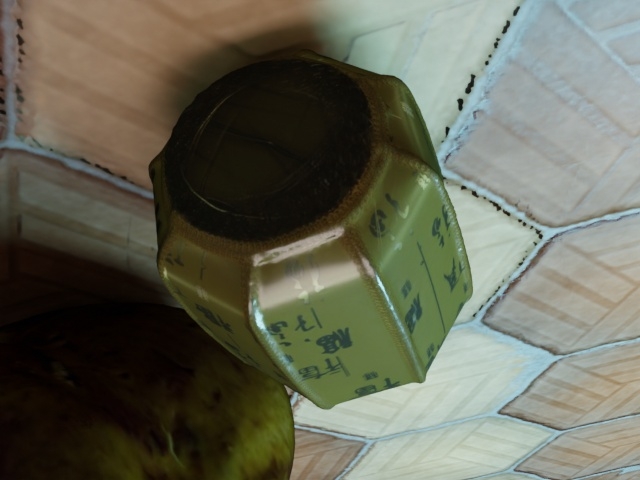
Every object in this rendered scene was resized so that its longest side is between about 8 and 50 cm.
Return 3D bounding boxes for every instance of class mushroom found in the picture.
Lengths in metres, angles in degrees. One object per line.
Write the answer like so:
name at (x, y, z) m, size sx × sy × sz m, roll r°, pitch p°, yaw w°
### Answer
mushroom at (-0.176, 0.183, 0.507) m, size 0.345 × 0.259 × 0.345 m, roll -11°, pitch -177°, yaw 1°

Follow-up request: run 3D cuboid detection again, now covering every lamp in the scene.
lamp at (0.000, 0.000, 0.441) m, size 0.161 × 0.161 × 0.185 m, roll -16°, pitch 150°, yaw 9°
